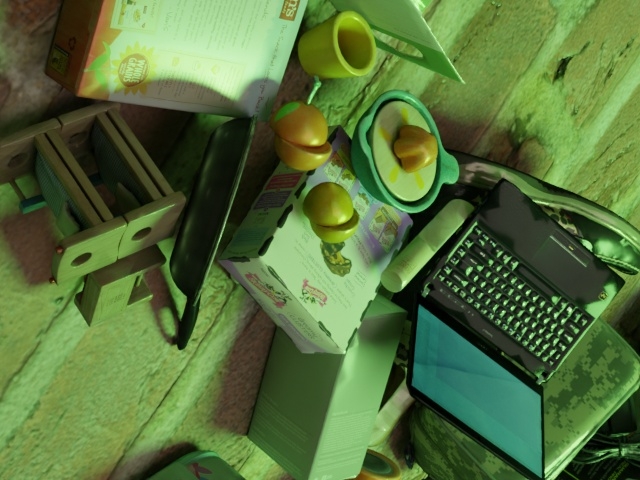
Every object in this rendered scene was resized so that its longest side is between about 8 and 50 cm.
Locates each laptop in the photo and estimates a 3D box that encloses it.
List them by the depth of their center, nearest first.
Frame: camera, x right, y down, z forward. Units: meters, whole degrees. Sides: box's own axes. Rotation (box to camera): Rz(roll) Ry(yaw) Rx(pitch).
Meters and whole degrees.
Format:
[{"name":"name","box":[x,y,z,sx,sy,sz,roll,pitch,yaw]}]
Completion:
[{"name":"laptop","box":[0.238,0.107,1.322,0.234,0.136,0.264,37,92,-24]}]

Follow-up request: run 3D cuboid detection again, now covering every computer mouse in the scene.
[{"name":"computer mouse","box":[0.440,0.246,1.764,0.188,0.272,0.072,2,117,-7]}]

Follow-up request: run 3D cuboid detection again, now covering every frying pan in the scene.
[{"name":"frying pan","box":[-0.119,-0.015,1.155,0.326,0.053,0.197,129,-22,-68]}]

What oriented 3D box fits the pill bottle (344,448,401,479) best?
[{"name":"pill bottle","box":[0.030,0.410,1.547,0.130,0.130,0.245,7,110,-46]}]

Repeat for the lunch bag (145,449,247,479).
[{"name":"lunch bag","box":[-0.197,0.399,1.336,0.279,0.108,0.224,-31,136,-26]}]

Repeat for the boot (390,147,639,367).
[{"name":"boot","box":[0.247,0.061,1.468,0.377,0.138,0.284,20,90,-31]}]

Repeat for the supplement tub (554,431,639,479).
[{"name":"supplement tub","box":[0.446,0.391,1.789,0.207,0.338,0.207,-23,129,-33]}]

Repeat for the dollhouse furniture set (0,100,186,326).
[{"name":"dollhouse furniture set","box":[-0.231,-0.014,1.065,0.129,0.129,0.183,-25,159,-32]}]

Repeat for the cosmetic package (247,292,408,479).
[{"name":"cosmetic package","box":[0.006,0.168,1.381,0.107,0.127,0.238,0,115,-44]}]

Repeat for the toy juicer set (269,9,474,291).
[{"name":"toy juicer set","box":[0.073,-0.066,1.197,0.329,0.089,0.209,48,51,-32]}]

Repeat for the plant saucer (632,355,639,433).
[{"name":"plant saucer","box":[0.600,0.298,2.008,0.400,0.100,0.400,-52,152,-44]}]

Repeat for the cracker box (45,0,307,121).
[{"name":"cracker box","box":[-0.128,-0.205,1.062,0.232,0.067,0.155,3,113,-45]}]

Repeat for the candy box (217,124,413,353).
[{"name":"candy box","box":[0.000,0.000,1.235,0.165,0.070,0.196,51,54,-31]}]

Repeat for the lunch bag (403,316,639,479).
[{"name":"lunch bag","box":[0.276,0.238,1.623,0.305,0.212,0.256,-43,169,-17]}]

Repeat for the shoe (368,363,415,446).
[{"name":"shoe","box":[0.103,0.187,1.525,0.058,0.076,0.219,24,98,-54]}]

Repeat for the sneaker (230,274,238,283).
[{"name":"sneaker","box":[-0.032,0.006,1.293,0.152,0.061,0.053,-46,136,-16]}]

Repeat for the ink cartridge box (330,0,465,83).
[{"name":"ink cartridge box","box":[0.055,-0.265,1.125,0.056,0.171,0.235,-55,140,-4]}]
